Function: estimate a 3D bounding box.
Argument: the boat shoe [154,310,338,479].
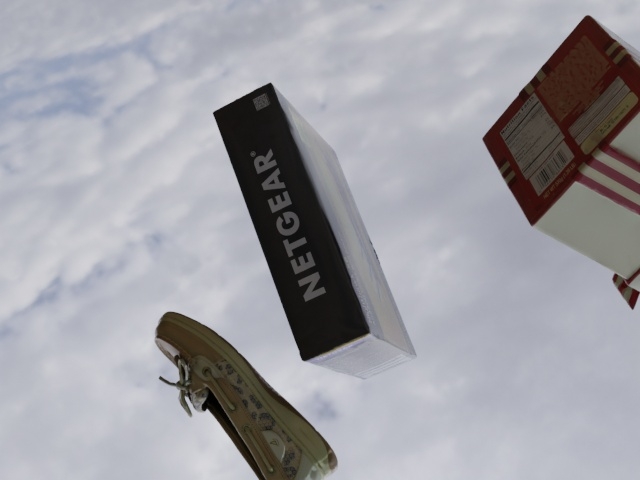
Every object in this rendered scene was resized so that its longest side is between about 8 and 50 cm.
[{"bbox_3d":[-0.108,0.196,1.036,0.285,0.105,0.089,39,-113,20],"label":"boat shoe"}]

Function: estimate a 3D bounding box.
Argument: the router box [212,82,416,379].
[{"bbox_3d":[0.000,0.000,1.028,0.081,0.243,0.309,-25,-109,11],"label":"router box"}]

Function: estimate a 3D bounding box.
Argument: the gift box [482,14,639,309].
[{"bbox_3d":[0.394,-0.085,1.117,0.255,0.258,0.276,-49,-150,30],"label":"gift box"}]
